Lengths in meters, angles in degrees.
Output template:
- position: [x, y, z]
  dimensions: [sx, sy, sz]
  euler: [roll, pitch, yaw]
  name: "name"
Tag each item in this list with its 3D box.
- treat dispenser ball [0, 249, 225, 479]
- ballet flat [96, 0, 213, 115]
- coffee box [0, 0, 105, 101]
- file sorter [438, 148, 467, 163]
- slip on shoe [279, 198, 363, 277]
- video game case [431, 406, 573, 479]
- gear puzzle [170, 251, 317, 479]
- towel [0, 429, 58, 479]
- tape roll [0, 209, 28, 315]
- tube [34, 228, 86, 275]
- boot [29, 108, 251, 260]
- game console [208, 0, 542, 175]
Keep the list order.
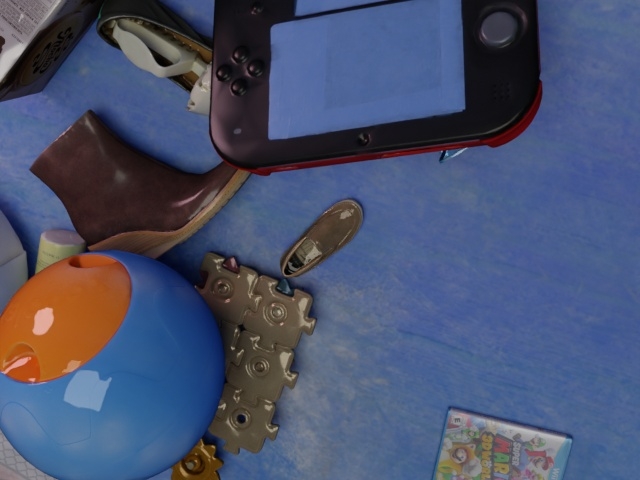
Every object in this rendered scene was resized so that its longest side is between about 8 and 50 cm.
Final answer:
- position: [-0.260, 0.155, 1.354]
  dimensions: [0.288, 0.288, 0.288]
  euler: [2, 103, 9]
  name: "treat dispenser ball"
- position: [-0.159, -0.210, 1.373]
  dimensions: [0.280, 0.096, 0.095]
  euler: [31, 131, 3]
  name: "ballet flat"
- position: [-0.331, -0.319, 1.342]
  dimensions: [0.119, 0.168, 0.297]
  euler: [42, 105, -2]
  name: "coffee box"
- position: [0.151, -0.192, 1.323]
  dimensions: [0.118, 0.104, 0.170]
  euler: [-30, 97, 15]
  name: "file sorter"
- position: [0.000, 0.000, 1.426]
  dimensions: [0.135, 0.041, 0.051]
  euler: [-37, 95, 16]
  name: "slip on shoe"
- position: [0.239, 0.296, 1.470]
  dimensions: [0.166, 0.015, 0.119]
  euler: [12, 105, 6]
  name: "video game case"
- position: [-0.122, 0.193, 1.492]
  dimensions: [0.175, 0.044, 0.339]
  euler: [22, 105, 11]
  name: "gear puzzle"
- position: [-0.516, 0.271, 1.495]
  dimensions: [0.332, 0.053, 0.317]
  euler: [38, 126, -13]
  name: "towel"
- position: [-0.539, 0.049, 1.483]
  dimensions: [0.286, 0.100, 0.286]
  euler: [4, 107, 14]
  name: "tape roll"
- position: [-0.364, 0.106, 1.506]
  dimensions: [0.062, 0.070, 0.240]
  euler: [3, 112, -28]
  name: "tube"
- position: [-0.233, -0.086, 1.419]
  dimensions: [0.248, 0.090, 0.207]
  euler: [-36, 97, 19]
  name: "boot"
- position: [0.054, -0.253, 1.252]
  dimensions: [0.386, 0.060, 0.342]
  euler: [-5, 77, 21]
  name: "game console"
